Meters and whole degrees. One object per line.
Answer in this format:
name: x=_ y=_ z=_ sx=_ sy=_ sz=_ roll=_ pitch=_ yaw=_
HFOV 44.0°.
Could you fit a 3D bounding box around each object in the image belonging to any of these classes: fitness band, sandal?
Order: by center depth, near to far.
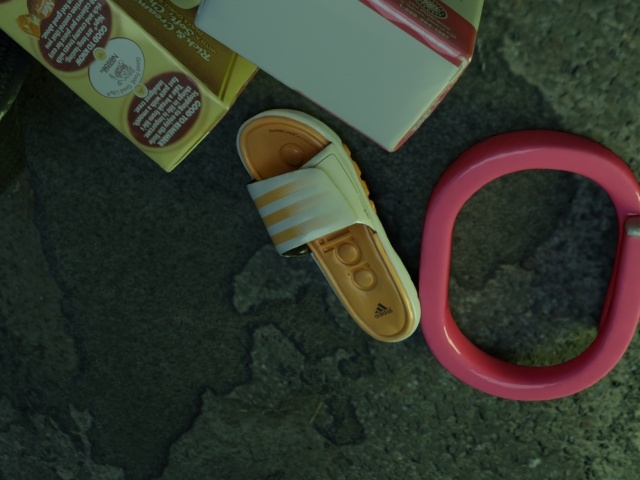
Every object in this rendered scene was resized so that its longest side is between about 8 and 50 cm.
sandal: x=0.009 y=-0.004 z=0.747 sx=0.102 sy=0.076 sz=0.265 roll=-29 pitch=101 yaw=31
fitness band: x=0.199 y=0.034 z=0.761 sx=0.209 sy=0.054 sz=0.290 roll=5 pitch=123 yaw=11

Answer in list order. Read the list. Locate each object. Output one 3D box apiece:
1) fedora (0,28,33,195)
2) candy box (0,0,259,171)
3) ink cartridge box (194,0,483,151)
fedora: x=-0.358 y=-0.132 z=0.689 sx=0.334 sy=0.334 sz=0.152 roll=0 pitch=156 yaw=14
candy box: x=-0.183 y=-0.220 z=0.606 sx=0.316 sy=0.183 sz=0.087 roll=43 pitch=123 yaw=-15
ink cartridge box: x=0.029 y=-0.183 z=0.558 sx=0.159 sy=0.218 sz=0.092 roll=32 pitch=130 yaw=-8
